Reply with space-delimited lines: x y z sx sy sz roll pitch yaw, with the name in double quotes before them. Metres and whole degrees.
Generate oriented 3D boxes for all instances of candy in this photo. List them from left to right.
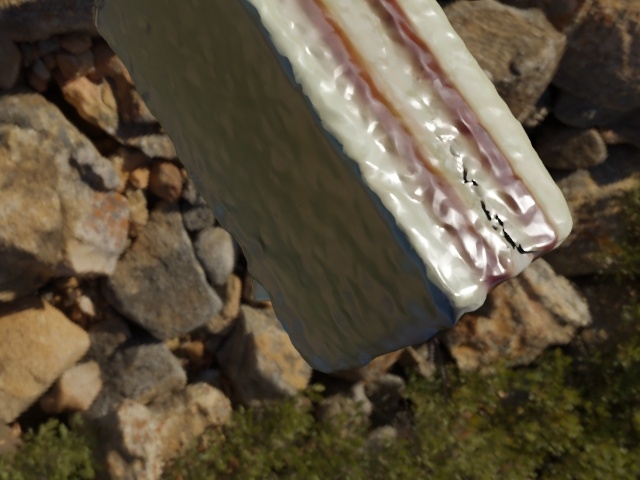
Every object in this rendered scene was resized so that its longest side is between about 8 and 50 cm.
"candy" -0.001 -0.084 0.615 0.135 0.320 0.179 -30 173 -33

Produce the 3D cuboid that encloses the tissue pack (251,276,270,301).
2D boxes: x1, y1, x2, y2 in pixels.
"tissue pack" 0.000 0.000 1.377 0.090 0.222 0.186 -18 108 -58
